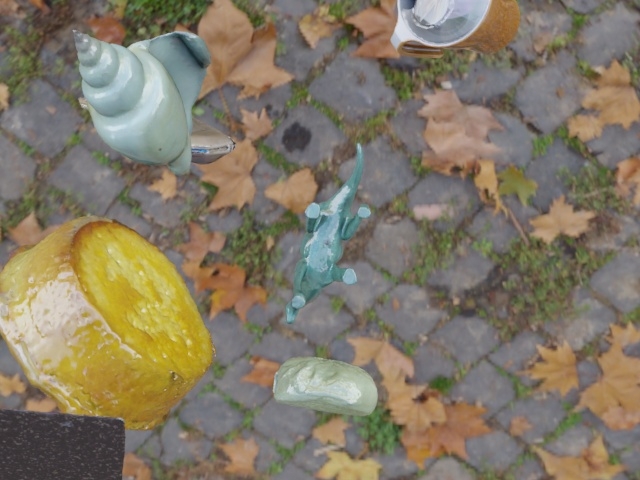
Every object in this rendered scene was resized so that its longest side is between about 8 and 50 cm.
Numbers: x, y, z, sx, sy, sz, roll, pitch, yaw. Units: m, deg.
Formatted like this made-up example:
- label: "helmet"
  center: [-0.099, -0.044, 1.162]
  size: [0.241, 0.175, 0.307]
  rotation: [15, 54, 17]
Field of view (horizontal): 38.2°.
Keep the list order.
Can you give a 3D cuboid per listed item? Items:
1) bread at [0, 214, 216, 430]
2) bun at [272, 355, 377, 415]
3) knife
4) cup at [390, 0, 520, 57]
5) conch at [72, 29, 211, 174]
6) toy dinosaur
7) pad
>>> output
- label: "bread"
  center: [-0.372, 0.137, 1.572]
  size: [0.215, 0.398, 0.398]
  rotation: [-36, 112, 17]
- label: "bun"
  center: [0.013, 0.296, 1.908]
  size: [0.221, 0.108, 0.221]
  rotation: [9, 166, 2]
- label: "knife"
  center: [-0.180, -0.124, 0.985]
  size: [0.089, 0.365, 0.043]
  rotation: [-15, 112, -22]
- label: "cup"
  center: [0.254, -0.421, 1.737]
  size: [0.226, 0.264, 0.182]
  rotation: [-37, 72, 25]
- label: "conch"
  center: [-0.116, -0.097, 0.607]
  size: [0.065, 0.088, 0.180]
  rotation: [11, 166, 16]
- label: "toy dinosaur"
  center: [0.000, 0.000, 1.847]
  size: [0.129, 0.331, 0.383]
  rotation: [17, 90, -8]
- label: "pad"
  center: [-0.382, 0.249, 1.008]
  size: [0.330, 0.004, 0.220]
  rotation: [7, 129, -8]
